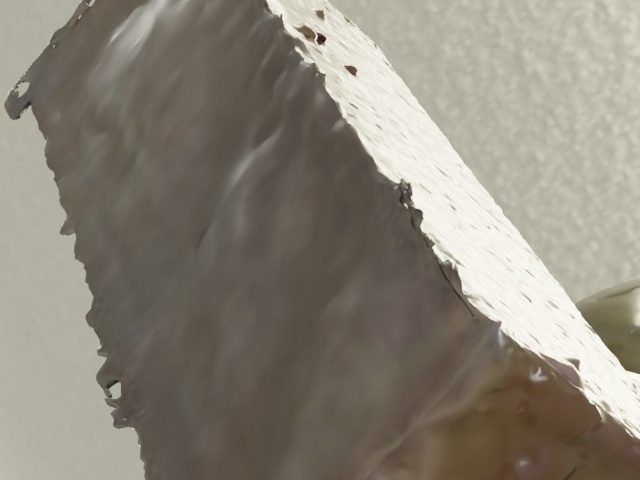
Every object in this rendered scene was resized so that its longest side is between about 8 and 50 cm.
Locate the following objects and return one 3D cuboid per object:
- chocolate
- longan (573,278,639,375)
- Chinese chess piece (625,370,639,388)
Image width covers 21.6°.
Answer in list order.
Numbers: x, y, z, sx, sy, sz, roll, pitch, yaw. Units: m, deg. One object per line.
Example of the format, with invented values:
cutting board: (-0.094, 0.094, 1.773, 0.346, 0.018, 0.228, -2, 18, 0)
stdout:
chocolate: (0.000, 0.000, 0.490, 0.112, 0.112, 0.321, 32, 14, -30)
longan: (0.350, 0.209, 1.529, 0.404, 0.404, 0.336, 36, -79, 34)
Chinese chess piece: (0.146, 0.175, 0.888, 0.238, 0.092, 0.238, 22, -45, 24)
